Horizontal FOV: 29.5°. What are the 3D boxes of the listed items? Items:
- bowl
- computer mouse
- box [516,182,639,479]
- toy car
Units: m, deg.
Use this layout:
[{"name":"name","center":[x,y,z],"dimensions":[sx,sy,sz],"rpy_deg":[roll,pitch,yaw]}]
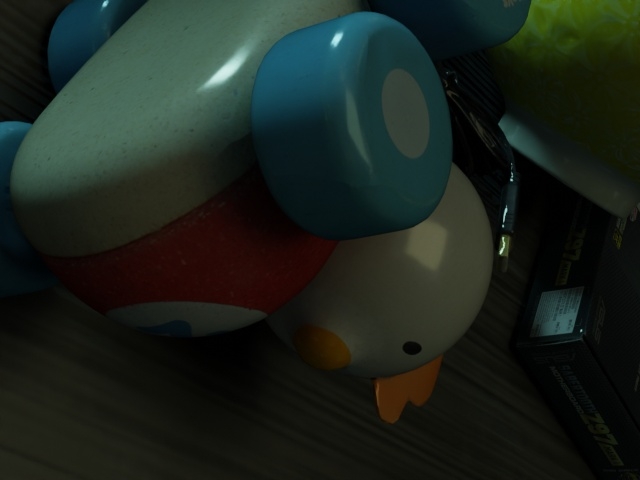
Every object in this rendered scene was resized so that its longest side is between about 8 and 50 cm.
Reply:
[{"name":"bowl","center":[0.216,-0.109,0.870],"dimensions":[0.289,0.289,0.156],"rpy_deg":[21,106,-49]},{"name":"computer mouse","center":[0.057,-0.022,0.747],"dimensions":[0.184,0.060,0.262],"rpy_deg":[46,35,-30]},{"name":"box","center":[0.241,0.055,0.967],"dimensions":[0.183,0.059,0.233],"rpy_deg":[55,42,-30]},{"name":"toy car","center":[0.000,0.000,0.526],"dimensions":[0.238,0.219,0.210],"rpy_deg":[57,42,-28]}]
